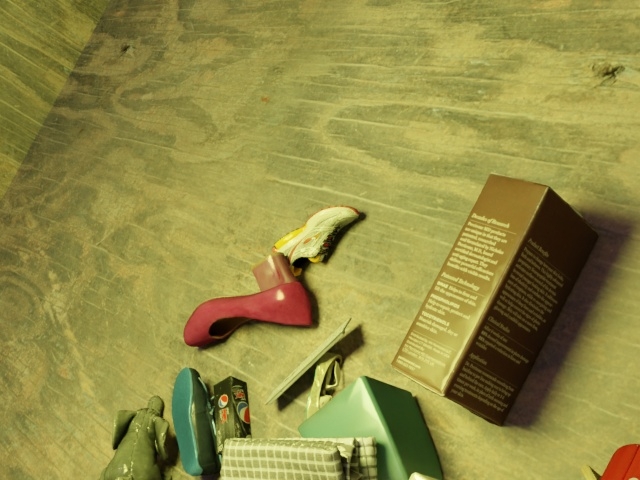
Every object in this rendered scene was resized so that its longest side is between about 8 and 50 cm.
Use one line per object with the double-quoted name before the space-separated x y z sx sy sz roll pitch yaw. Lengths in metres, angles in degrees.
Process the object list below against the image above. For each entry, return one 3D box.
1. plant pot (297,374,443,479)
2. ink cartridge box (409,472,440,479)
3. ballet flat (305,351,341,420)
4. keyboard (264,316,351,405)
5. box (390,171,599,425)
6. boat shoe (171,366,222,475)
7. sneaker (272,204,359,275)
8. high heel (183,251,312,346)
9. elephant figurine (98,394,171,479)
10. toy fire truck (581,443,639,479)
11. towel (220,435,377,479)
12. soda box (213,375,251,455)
"plant pot" 0.107 0.390 1.475 0.166 0.165 0.234 -43 50 17
"ink cartridge box" 0.241 0.443 1.243 0.172 0.237 0.100 26 88 50
"ballet flat" 0.009 0.304 1.705 0.052 0.057 0.168 -6 62 32
"keyboard" -0.027 0.251 1.753 0.256 0.014 0.072 -46 6 24
"box" 0.298 0.098 1.438 0.143 0.191 0.381 25 84 50
"boat shoe" -0.275 0.410 1.901 0.109 0.089 0.258 -41 47 39
"sneaker" 0.000 0.000 1.898 0.225 0.088 0.092 -37 65 23
"high heel" -0.176 0.195 1.923 0.377 0.127 0.181 -42 63 36
"elephant figurine" -0.415 0.455 1.941 0.186 0.169 0.239 -15 60 46
"toy fire truck" 0.431 0.357 1.142 0.246 0.217 0.158 -6 33 49
"towel" -0.045 0.443 1.398 0.284 0.121 0.234 -9 74 36
"soda box" -0.193 0.386 1.853 0.060 0.053 0.168 -32 47 26
